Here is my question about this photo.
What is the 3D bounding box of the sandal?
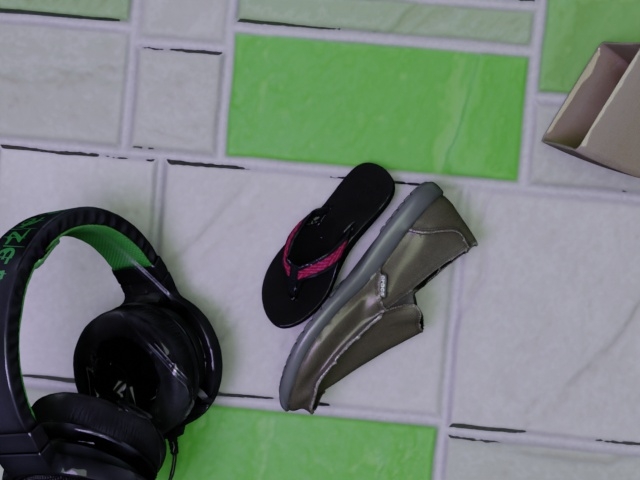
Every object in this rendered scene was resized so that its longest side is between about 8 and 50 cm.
[{"bbox_3d":[0.000,0.000,1.250,0.067,0.040,0.179,36,91,24],"label":"sandal"}]

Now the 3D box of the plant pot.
[{"bbox_3d":[0.281,-0.108,1.212,0.096,0.109,0.109,31,94,-12],"label":"plant pot"}]

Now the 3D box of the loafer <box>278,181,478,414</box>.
[{"bbox_3d":[0.053,0.065,1.232,0.087,0.094,0.251,37,94,5],"label":"loafer"}]

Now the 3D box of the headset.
[{"bbox_3d":[-0.154,0.152,1.184,0.185,0.243,0.394,-6,124,29],"label":"headset"}]
